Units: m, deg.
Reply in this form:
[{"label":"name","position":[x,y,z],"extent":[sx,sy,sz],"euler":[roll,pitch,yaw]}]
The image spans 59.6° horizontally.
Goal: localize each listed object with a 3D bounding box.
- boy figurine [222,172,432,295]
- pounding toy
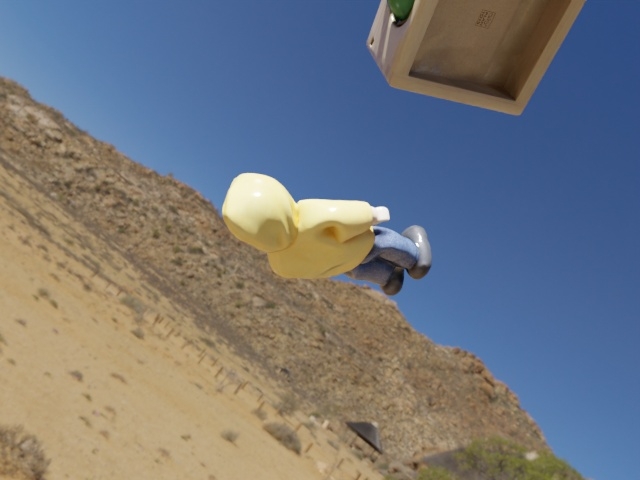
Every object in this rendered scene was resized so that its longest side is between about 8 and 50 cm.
[{"label":"boy figurine","position":[0.000,0.000,0.714],"extent":[0.285,0.092,0.177],"euler":[17,-38,-28]},{"label":"pounding toy","position":[0.094,-0.180,0.391],"extent":[0.141,0.130,0.100],"euler":[7,39,-18]}]
